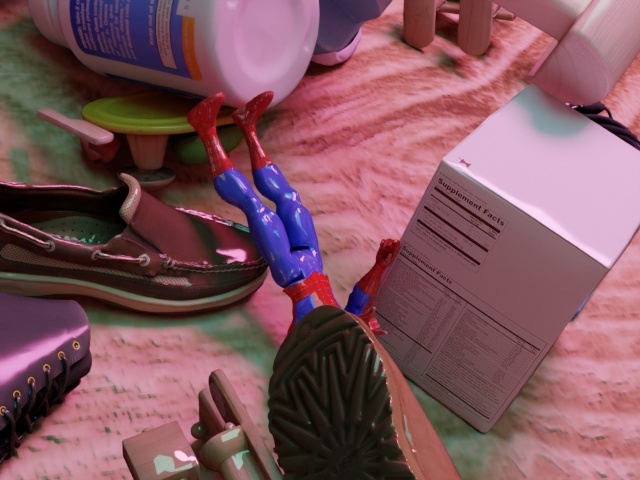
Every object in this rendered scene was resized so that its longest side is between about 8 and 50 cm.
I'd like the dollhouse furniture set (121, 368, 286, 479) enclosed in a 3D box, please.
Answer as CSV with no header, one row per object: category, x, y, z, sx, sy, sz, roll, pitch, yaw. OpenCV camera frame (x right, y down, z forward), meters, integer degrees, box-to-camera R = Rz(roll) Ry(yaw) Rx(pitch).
dollhouse furniture set,-0.112,0.151,0.601,0.151,0.144,0.123,-18,49,-23

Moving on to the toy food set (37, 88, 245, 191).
toy food set,-0.150,-0.091,0.903,0.128,0.071,0.218,21,27,38

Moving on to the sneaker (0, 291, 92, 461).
sneaker,-0.203,0.108,0.628,0.118,0.083,0.222,4,42,-24

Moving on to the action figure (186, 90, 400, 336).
action figure,0.000,0.000,0.765,0.091,0.139,0.280,-13,79,-46

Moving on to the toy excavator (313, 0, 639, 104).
toy excavator,0.042,-0.289,0.930,0.433,0.222,0.445,42,-10,-22

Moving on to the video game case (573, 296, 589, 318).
video game case,0.248,0.006,1.033,0.119,0.015,0.166,36,40,14

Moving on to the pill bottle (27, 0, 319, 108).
pill bottle,-0.149,-0.219,0.919,0.272,0.152,0.152,19,31,34

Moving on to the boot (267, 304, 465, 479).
boot,0.097,0.179,0.628,0.269,0.089,0.236,31,27,-44

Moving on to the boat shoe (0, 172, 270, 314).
boat shoe,-0.152,-0.002,0.768,0.257,0.095,0.095,1,45,-27

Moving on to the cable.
cable,0.326,-0.119,1.191,0.150,0.047,0.184,12,41,-15

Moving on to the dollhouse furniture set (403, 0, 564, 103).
dollhouse furniture set,0.250,-0.293,1.313,0.242,0.161,0.212,12,35,20

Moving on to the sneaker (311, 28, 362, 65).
sneaker,0.032,-0.328,1.187,0.101,0.153,0.269,25,39,1

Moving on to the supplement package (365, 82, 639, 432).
supplement package,0.163,0.011,0.833,0.149,0.203,0.194,35,40,13
